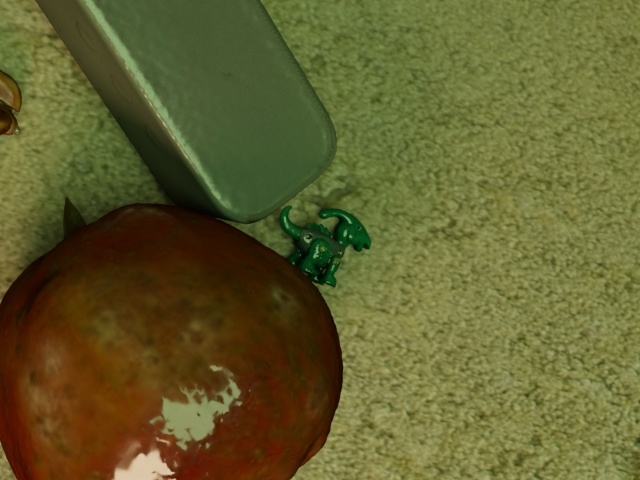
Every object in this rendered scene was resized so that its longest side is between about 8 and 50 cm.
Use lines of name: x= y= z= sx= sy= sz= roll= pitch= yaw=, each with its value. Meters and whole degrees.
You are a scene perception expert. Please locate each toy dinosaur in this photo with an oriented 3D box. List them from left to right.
toy dinosaur: x=0.000 y=0.000 z=1.958 sx=0.132 sy=0.059 sz=0.096 roll=31 pitch=77 yaw=-29

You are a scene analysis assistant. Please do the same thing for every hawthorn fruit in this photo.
hawthorn fruit: x=-0.183 y=0.127 z=1.745 sx=0.403 sy=0.403 sz=0.403 roll=-3 pitch=98 yaw=-19

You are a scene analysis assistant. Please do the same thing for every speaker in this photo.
speaker: x=-0.169 y=-0.217 z=1.787 sx=0.183 sy=0.184 sz=0.406 roll=-39 pitch=108 yaw=-21

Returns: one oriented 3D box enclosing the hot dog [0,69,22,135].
hot dog: x=-0.426 y=-0.192 z=1.769 sx=0.235 sy=0.062 sz=0.092 roll=41 pitch=48 yaw=-17
